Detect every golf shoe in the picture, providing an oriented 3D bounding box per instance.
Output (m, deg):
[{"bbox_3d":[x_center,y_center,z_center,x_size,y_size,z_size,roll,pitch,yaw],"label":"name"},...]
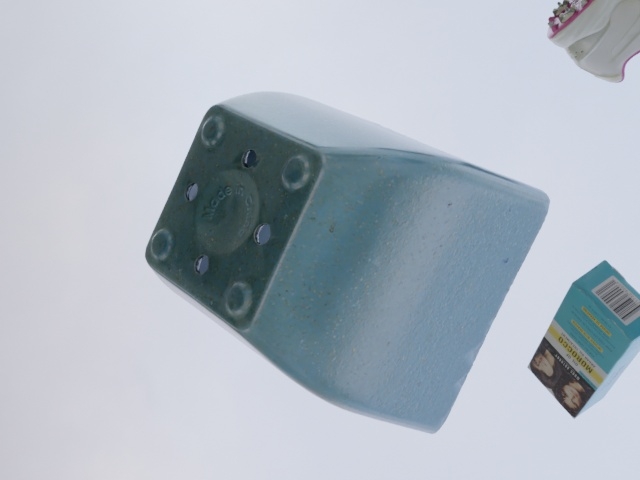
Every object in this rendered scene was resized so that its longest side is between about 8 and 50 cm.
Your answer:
[{"bbox_3d":[0.445,-0.327,1.024,0.306,0.140,0.115,-37,-166,31],"label":"golf shoe"}]

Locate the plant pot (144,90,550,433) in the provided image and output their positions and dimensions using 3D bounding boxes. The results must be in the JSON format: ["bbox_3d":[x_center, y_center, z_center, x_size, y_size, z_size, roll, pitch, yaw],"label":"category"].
[{"bbox_3d":[0.000,0.000,0.710,0.247,0.252,0.248,30,-83,40],"label":"plant pot"}]

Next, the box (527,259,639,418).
[{"bbox_3d":[0.348,0.135,1.044,0.100,0.060,0.244,50,-21,27],"label":"box"}]
